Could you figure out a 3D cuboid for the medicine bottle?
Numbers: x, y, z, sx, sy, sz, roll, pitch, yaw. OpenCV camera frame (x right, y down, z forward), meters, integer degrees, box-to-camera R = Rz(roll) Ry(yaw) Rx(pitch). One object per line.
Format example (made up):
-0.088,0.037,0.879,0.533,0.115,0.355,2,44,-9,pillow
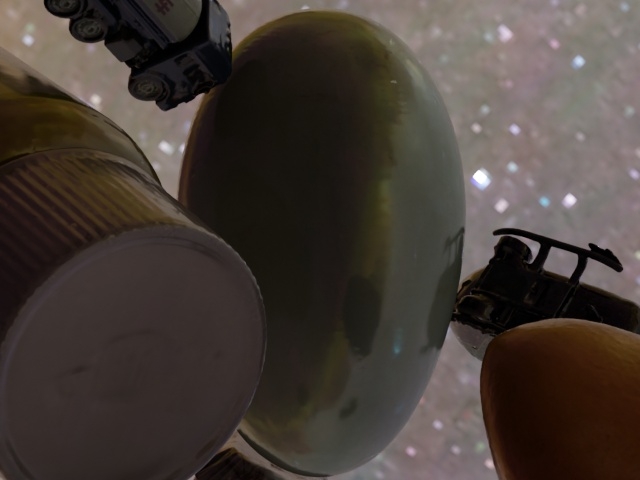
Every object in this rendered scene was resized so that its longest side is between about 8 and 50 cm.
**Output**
-0.211,0.005,1.212,0.224,0.224,0.384,-53,-139,-2,medicine bottle

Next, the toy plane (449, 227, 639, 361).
0.149,0.067,1.600,0.381,0.155,0.106,17,-117,33,toy plane

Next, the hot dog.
-0.045,0.207,1.620,0.069,0.131,0.253,-61,-179,4,hot dog

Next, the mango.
0.204,0.146,1.152,0.187,0.257,0.138,-60,174,-21,mango

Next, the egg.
0.000,0.000,1.500,0.230,0.230,0.371,-8,-101,49,egg

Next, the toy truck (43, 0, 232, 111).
-0.138,-0.184,1.392,0.088,0.202,0.074,-21,-132,20,toy truck
